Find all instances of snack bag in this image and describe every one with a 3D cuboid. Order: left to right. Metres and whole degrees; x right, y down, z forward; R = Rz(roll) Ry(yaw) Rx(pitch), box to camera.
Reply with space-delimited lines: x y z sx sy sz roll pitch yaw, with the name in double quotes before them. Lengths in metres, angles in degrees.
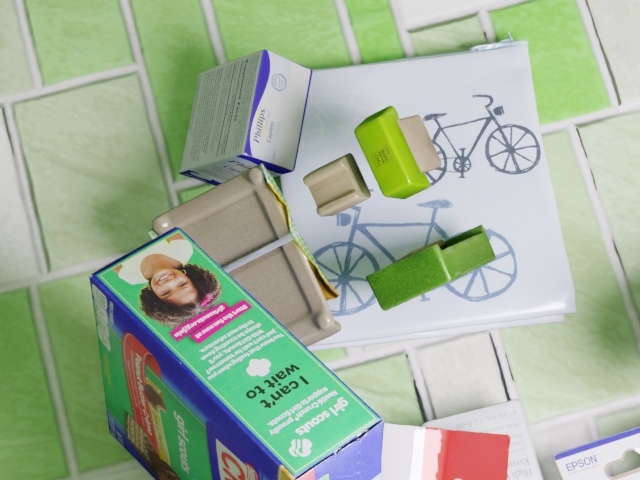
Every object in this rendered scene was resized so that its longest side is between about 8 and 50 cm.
"snack bag" 0.104 -0.055 1.854 0.323 0.037 0.343 -8 75 -2

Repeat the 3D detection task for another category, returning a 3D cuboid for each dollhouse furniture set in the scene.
"dollhouse furniture set" 0.000 0.000 1.761 0.301 0.151 0.198 -25 89 23

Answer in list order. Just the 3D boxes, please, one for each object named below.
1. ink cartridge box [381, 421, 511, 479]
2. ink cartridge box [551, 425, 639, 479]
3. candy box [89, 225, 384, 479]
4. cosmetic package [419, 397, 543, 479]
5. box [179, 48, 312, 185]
"ink cartridge box" 0.079 0.280 1.692 0.224 0.056 0.181 1 82 33
"ink cartridge box" 0.371 0.378 1.691 0.175 0.069 0.371 -14 76 -21
"candy box" -0.084 0.185 1.619 0.122 0.268 0.317 -34 56 -27
"cosmetic package" 0.186 0.297 1.730 0.117 0.085 0.231 -15 73 -2
"box" -0.084 -0.133 1.821 0.072 0.137 0.126 20 72 -33
